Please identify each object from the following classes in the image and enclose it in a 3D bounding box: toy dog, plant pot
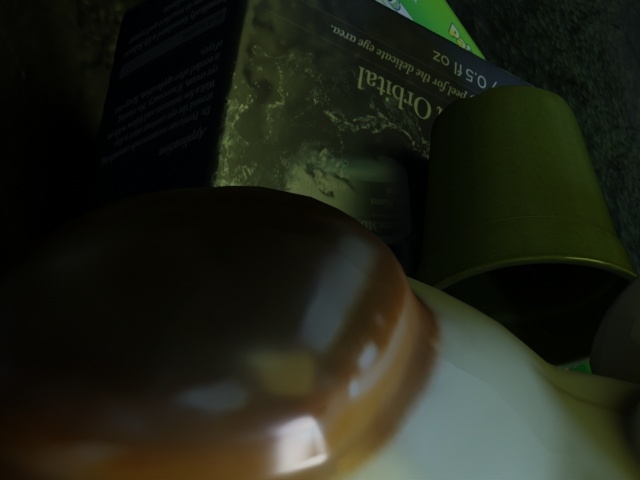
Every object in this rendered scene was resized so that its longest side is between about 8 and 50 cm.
[{"bbox_3d":[0.056,0.162,0.441,0.408,0.284,0.395,35,39,5],"label":"toy dog"},{"bbox_3d":[0.065,-0.007,0.601,0.083,0.083,0.079,28,47,-44],"label":"plant pot"}]

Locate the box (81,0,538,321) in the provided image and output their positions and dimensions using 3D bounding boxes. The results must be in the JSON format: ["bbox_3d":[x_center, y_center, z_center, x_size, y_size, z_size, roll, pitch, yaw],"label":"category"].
[{"bbox_3d":[0.000,0.000,0.652,0.156,0.093,0.158,23,64,-32],"label":"box"}]

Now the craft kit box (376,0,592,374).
[{"bbox_3d":[0.048,-0.009,0.842,0.250,0.061,0.246,54,33,-12],"label":"craft kit box"}]
